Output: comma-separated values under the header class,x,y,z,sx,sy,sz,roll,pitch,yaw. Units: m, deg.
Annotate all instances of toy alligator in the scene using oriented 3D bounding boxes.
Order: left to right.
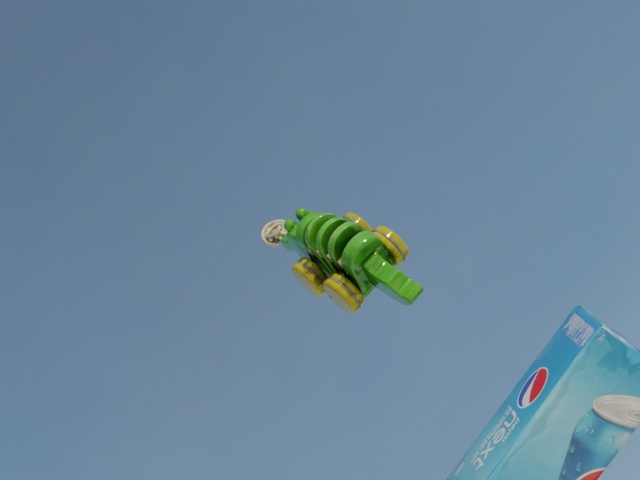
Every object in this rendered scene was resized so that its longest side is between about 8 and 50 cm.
class,x,y,z,sx,sy,sz,roll,pitch,yaw
toy alligator,0.000,0.000,0.898,0.056,0.189,0.051,-44,-57,-15

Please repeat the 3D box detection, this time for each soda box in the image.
class,x,y,z,sx,sy,sz,roll,pitch,yaw
soda box,0.162,0.156,0.985,0.071,0.067,0.210,35,-84,-11
